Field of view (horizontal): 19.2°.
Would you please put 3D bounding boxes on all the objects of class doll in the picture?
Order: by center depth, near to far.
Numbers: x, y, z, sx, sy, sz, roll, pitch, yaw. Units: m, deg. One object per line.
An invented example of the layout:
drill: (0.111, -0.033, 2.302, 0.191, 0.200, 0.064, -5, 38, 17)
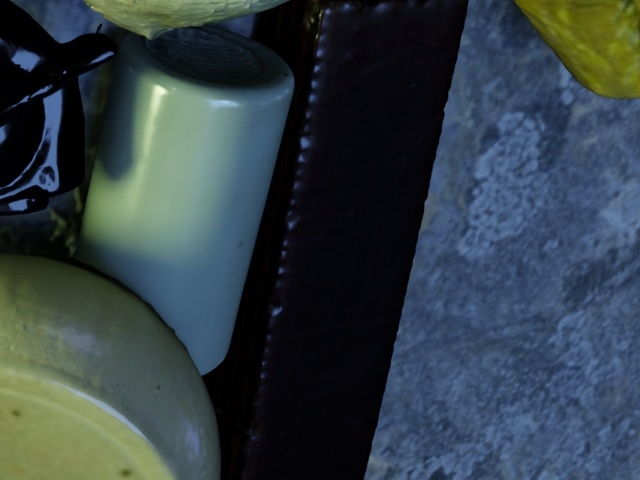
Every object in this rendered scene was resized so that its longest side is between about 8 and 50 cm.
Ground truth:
doll: (-0.222, -0.053, 1.002, 0.248, 0.088, 0.127, -31, 140, -2)

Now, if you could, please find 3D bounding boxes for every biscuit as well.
biscuit: (0.000, 0.000, 1.190, 0.107, 0.073, 0.388, -9, 124, -30)

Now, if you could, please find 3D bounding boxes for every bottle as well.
bottle: (-0.091, 0.001, 1.111, 0.104, 0.104, 0.245, -3, 122, -32)

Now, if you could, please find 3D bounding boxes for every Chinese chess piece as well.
Chinese chess piece: (-0.179, 0.123, 1.068, 0.249, 0.103, 0.250, 2, 126, 3)

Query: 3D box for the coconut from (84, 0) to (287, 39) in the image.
coconut: (-0.069, -0.190, 0.944, 0.194, 0.194, 0.194, -17, 128, -23)

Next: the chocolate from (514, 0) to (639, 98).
chocolate: (0.125, -0.240, 1.045, 0.162, 0.162, 0.445, -39, 135, -5)
